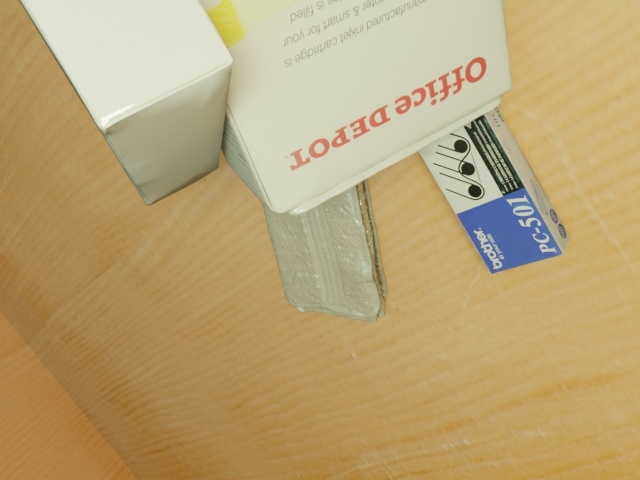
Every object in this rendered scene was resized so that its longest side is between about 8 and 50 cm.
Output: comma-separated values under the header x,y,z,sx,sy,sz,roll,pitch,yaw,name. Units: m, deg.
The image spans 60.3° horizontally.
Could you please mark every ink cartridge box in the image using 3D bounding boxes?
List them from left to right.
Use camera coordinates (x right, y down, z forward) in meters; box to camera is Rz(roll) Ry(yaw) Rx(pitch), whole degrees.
x,y,z,sx,sy,sz,roll,pitch,yaw,name
-0.011,-0.257,0.476,0.160,0.279,0.384,44,159,54,ink cartridge box
0.205,-0.066,0.669,0.097,0.046,0.207,-23,104,44,ink cartridge box

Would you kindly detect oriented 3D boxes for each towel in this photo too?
x,y,z,sx,sy,sz,roll,pitch,yaw,name
0.000,0.000,0.856,0.187,0.049,0.282,4,120,33,towel

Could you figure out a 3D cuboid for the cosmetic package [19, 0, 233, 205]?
x,y,z,sx,sy,sz,roll,pitch,yaw,name
-0.209,-0.228,0.438,0.377,0.097,0.284,59,169,-2,cosmetic package
